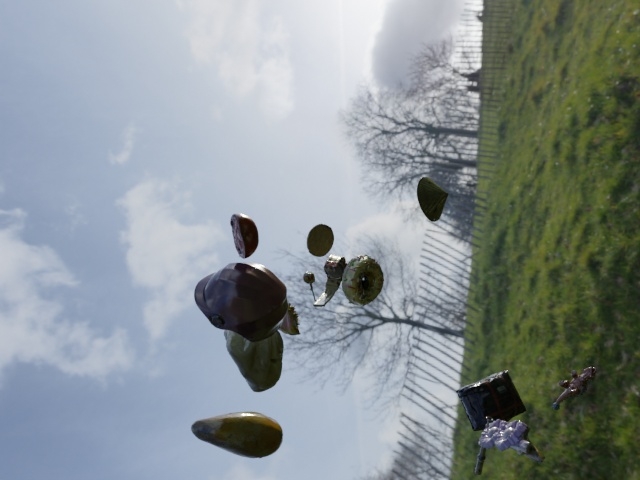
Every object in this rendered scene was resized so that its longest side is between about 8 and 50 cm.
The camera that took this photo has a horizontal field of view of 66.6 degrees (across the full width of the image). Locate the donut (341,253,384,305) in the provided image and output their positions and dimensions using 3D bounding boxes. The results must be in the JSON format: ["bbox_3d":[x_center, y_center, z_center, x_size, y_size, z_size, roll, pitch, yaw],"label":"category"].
[{"bbox_3d":[0.144,0.132,1.601,0.175,0.068,0.174,-9,-76,-42],"label":"donut"}]

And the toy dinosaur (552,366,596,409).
[{"bbox_3d":[0.665,0.387,1.281,0.055,0.049,0.154,36,-80,-26],"label":"toy dinosaur"}]

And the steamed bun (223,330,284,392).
[{"bbox_3d":[-0.300,0.521,2.345,0.255,0.342,0.367,-30,-63,-10],"label":"steamed bun"}]

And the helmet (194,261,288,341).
[{"bbox_3d":[-0.262,0.188,1.723,0.197,0.338,0.271,-54,3,41],"label":"helmet"}]

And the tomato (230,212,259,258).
[{"bbox_3d":[-0.270,-0.024,1.760,0.082,0.174,0.166,-17,-81,-19],"label":"tomato"}]

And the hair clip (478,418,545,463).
[{"bbox_3d":[0.519,0.550,1.349,0.106,0.084,0.292,-42,-5,-15],"label":"hair clip"}]

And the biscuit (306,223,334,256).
[{"bbox_3d":[0.000,0.000,1.665,0.120,0.015,0.120,-10,-73,-36],"label":"biscuit"}]

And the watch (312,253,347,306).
[{"bbox_3d":[0.036,0.149,1.900,0.268,0.102,0.164,-39,-41,-72],"label":"watch"}]

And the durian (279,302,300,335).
[{"bbox_3d":[-0.210,0.354,2.481,0.185,0.305,0.195,-52,-10,-25],"label":"durian"}]

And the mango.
[{"bbox_3d":[-0.275,0.648,1.647,0.193,0.317,0.146,-45,31,52],"label":"mango"}]

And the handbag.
[{"bbox_3d":[0.627,0.590,1.783,0.216,0.155,0.169,-11,-110,-26],"label":"handbag"}]

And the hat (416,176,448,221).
[{"bbox_3d":[0.364,-0.134,1.498,0.146,0.067,0.145,16,-113,-44],"label":"hat"}]

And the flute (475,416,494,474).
[{"bbox_3d":[0.543,0.686,1.621,0.027,0.027,0.232,-30,-51,-56],"label":"flute"}]

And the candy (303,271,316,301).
[{"bbox_3d":[-0.036,0.209,2.080,0.049,0.056,0.184,-41,-46,-34],"label":"candy"}]
